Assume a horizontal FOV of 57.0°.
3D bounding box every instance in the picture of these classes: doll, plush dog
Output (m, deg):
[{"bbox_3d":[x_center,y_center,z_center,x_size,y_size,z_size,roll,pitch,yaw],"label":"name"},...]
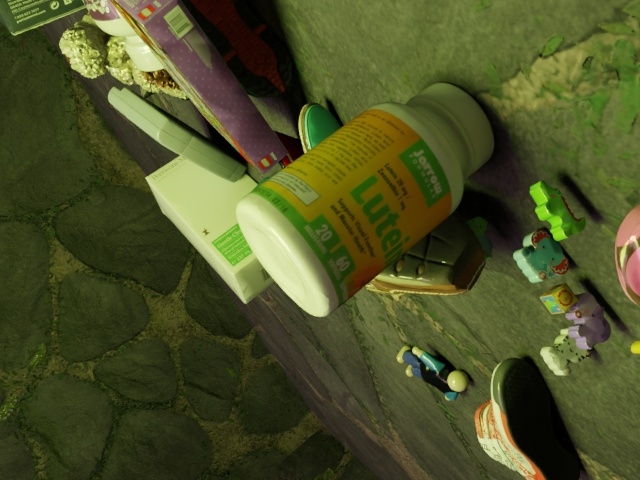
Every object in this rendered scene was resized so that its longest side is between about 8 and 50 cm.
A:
[{"bbox_3d":[0.212,0.247,1.113,0.129,0.046,0.189,56,163,-15],"label":"doll"},{"bbox_3d":[-0.314,-0.359,1.117,0.225,0.210,0.262,39,-168,-2],"label":"plush dog"}]

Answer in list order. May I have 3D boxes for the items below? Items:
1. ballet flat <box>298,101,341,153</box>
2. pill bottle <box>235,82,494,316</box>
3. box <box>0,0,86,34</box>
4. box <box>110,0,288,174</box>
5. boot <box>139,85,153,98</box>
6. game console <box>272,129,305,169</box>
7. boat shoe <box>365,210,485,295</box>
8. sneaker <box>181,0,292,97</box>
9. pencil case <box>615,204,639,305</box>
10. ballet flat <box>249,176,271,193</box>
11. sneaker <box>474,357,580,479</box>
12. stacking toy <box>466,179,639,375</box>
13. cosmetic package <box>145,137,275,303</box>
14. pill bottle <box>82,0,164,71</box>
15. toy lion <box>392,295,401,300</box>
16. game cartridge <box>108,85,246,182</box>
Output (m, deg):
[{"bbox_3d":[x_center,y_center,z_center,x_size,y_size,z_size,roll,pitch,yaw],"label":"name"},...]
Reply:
[{"bbox_3d":[0.018,-0.105,0.862,0.067,0.073,0.206,13,136,61],"label":"ballet flat"},{"bbox_3d":[0.052,-0.050,0.582,0.136,0.246,0.136,46,162,19],"label":"pill bottle"},{"bbox_3d":[-0.637,-0.669,1.139,0.293,0.212,0.395,45,156,24],"label":"box"},{"bbox_3d":[-0.176,-0.239,0.828,0.201,0.057,0.293,46,176,39],"label":"box"},{"bbox_3d":[-0.443,-0.454,1.366,0.208,0.076,0.190,46,149,-3],"label":"boot"},{"bbox_3d":[-0.044,-0.097,0.958,0.124,0.085,0.144,11,-142,-46],"label":"game console"},{"bbox_3d":[0.083,0.010,0.761,0.120,0.122,0.324,45,165,-31],"label":"boat shoe"},{"bbox_3d":[-0.152,-0.311,0.840,0.261,0.104,0.125,58,165,-17],"label":"sneaker"},{"bbox_3d":[0.296,0.022,0.360,0.209,0.095,0.098,-171,81,-69],"label":"pencil case"},{"bbox_3d":[-0.078,-0.058,1.091,0.106,0.108,0.316,47,-172,-10],"label":"ballet flat"},{"bbox_3d":[0.282,0.269,0.897,0.145,0.090,0.270,17,144,59],"label":"sneaker"},{"bbox_3d":[0.251,0.047,0.604,0.221,0.052,0.167,55,163,2],"label":"stacking toy"},{"bbox_3d":[-0.223,-0.053,1.396,0.365,0.197,0.155,43,161,26],"label":"cosmetic package"},{"bbox_3d":[-0.291,-0.416,0.875,0.169,0.169,0.301,35,156,45],"label":"pill bottle"},{"bbox_3d":[0.100,0.046,1.004,0.100,0.034,0.096,35,163,44],"label":"toy lion"},{"bbox_3d":[-0.288,-0.215,1.252,0.198,0.062,0.297,41,-173,26],"label":"game cartridge"}]
